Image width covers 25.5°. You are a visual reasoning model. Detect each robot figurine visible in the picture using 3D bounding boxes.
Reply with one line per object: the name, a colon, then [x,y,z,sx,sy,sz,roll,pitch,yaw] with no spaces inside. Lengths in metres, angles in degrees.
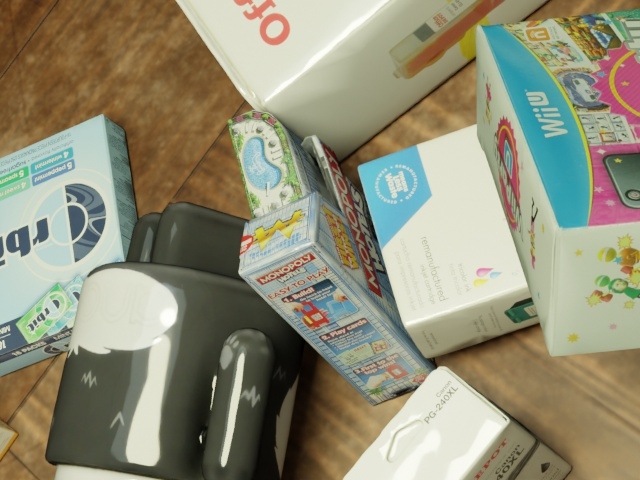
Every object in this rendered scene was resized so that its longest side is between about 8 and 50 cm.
robot figurine: [-0.102,0.118,1.029,0.173,0.209,0.278,7,76,13]

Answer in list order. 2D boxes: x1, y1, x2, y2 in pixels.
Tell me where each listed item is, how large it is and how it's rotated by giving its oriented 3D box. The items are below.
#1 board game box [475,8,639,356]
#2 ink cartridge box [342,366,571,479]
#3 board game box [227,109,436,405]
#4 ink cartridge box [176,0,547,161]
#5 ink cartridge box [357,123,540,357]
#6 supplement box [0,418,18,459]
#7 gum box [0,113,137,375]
board game box: [0.263,-0.052,0.854,0.303,0.097,0.224,-7,39,-2]
ink cartridge box: [0.091,0.158,0.931,0.063,0.150,0.109,39,90,32]
board game box: [0.000,0.000,1.011,0.060,0.194,0.194,-24,63,16]
ink cartridge box: [0.060,-0.289,1.108,0.384,0.160,0.279,-38,63,8]
ink cartridge box: [0.157,-0.021,0.994,0.231,0.078,0.134,-20,63,8]
supplement box: [-0.303,0.146,1.157,0.062,0.098,0.036,33,87,31]
gum box: [-0.231,0.004,1.211,0.157,0.041,0.184,-21,62,17]
